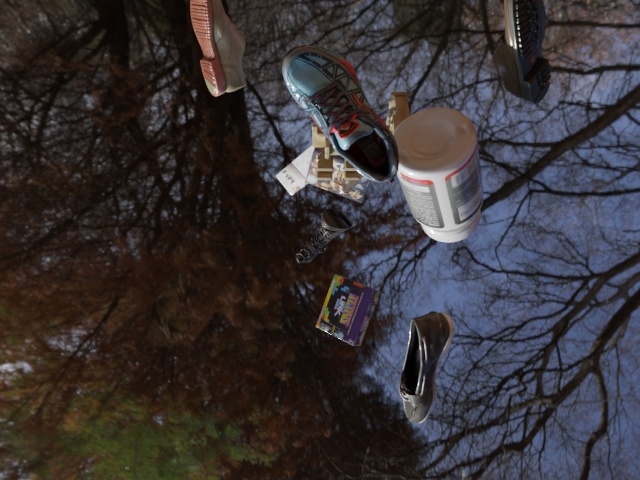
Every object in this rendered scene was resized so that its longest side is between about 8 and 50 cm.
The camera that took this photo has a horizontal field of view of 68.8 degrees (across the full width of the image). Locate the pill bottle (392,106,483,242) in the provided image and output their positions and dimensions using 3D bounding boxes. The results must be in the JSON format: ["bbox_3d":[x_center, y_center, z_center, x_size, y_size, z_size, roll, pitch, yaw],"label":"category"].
[{"bbox_3d":[0.250,-0.121,0.968,0.161,0.283,0.161,-10,-121,17],"label":"pill bottle"}]

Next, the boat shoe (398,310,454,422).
[{"bbox_3d":[0.241,0.323,1.181,0.095,0.335,0.112,1,-155,-18],"label":"boat shoe"}]

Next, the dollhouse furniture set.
[{"bbox_3d":[0.101,-0.283,1.195,0.242,0.212,0.161,0,-121,1],"label":"dollhouse furniture set"}]

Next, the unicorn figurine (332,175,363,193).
[{"bbox_3d":[0.086,-0.176,1.406,0.060,0.162,0.111,33,-103,6],"label":"unicorn figurine"}]

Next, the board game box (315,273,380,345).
[{"bbox_3d":[0.078,0.201,1.364,0.141,0.048,0.170,19,-90,35],"label":"board game box"}]

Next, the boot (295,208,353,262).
[{"bbox_3d":[0.000,0.000,1.637,0.229,0.263,0.091,-44,-102,15],"label":"boot"}]

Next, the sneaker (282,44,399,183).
[{"bbox_3d":[0.044,-0.195,0.731,0.104,0.262,0.125,-40,-160,16],"label":"sneaker"}]

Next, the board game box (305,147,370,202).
[{"bbox_3d":[0.074,-0.256,1.801,0.243,0.165,0.042,20,-135,3],"label":"board game box"}]

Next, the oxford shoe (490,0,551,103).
[{"bbox_3d":[0.340,-0.345,0.826,0.083,0.227,0.096,-43,-133,-12],"label":"oxford shoe"}]

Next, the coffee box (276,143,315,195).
[{"bbox_3d":[-0.031,-0.329,1.963,0.297,0.119,0.168,-30,-167,48],"label":"coffee box"}]

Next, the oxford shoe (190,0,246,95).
[{"bbox_3d":[-0.337,-0.700,1.571,0.146,0.397,0.140,-22,-138,-26],"label":"oxford shoe"}]
